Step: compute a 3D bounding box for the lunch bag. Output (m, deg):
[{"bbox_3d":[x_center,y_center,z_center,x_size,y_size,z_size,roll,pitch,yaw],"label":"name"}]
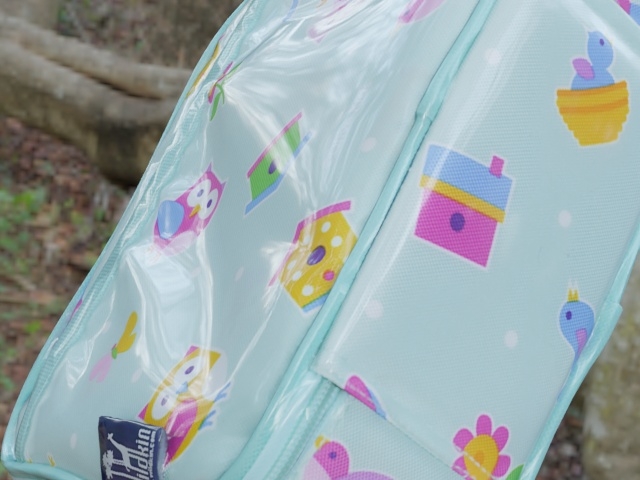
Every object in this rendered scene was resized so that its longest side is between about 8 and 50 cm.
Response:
[{"bbox_3d":[0.000,0.000,0.498,0.108,0.279,0.224,39,-21,-27],"label":"lunch bag"}]
